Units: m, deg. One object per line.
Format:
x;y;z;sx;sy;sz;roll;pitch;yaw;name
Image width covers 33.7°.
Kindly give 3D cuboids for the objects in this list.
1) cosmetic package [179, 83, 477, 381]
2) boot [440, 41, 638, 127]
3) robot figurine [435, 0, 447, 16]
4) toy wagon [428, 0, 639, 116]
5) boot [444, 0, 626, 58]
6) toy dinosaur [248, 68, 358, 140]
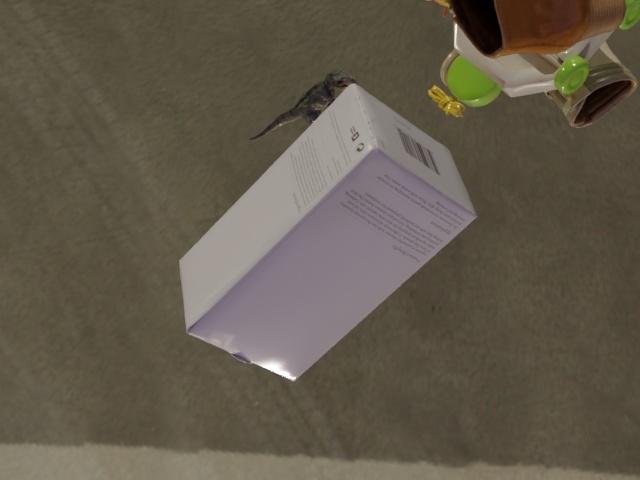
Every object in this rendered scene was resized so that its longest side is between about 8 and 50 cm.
0.000;0.000;1.397;0.197;0.155;0.365;31;118;-34;cosmetic package
0.338;-0.255;1.650;0.262;0.095;0.203;-23;59;1;boot
0.230;-0.475;1.750;0.158;0.219;0.128;-6;146;18;robot figurine
0.296;-0.320;1.549;0.344;0.068;0.267;-50;58;9;toy wagon
0.183;-0.323;1.057;0.104;0.211;0.295;-35;73;50;boot
-0.006;-0.242;1.991;0.118;0.064;0.268;23;140;-37;toy dinosaur
